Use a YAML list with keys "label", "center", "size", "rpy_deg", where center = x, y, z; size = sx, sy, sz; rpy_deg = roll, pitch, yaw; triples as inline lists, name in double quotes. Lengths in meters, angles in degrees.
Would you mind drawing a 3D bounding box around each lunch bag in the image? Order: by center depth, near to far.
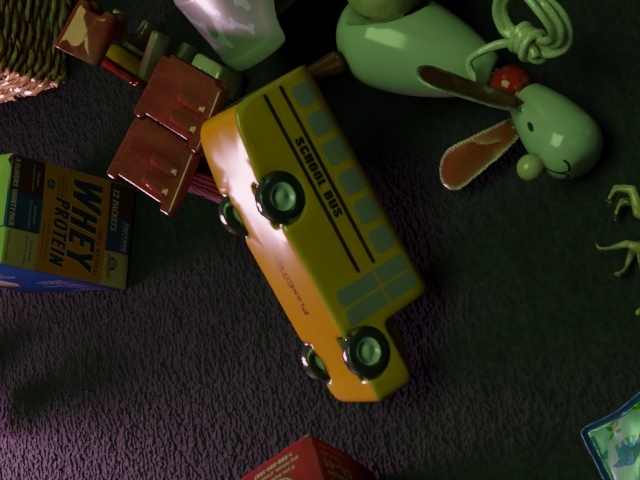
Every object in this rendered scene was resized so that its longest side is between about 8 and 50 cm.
- label: "lunch bag"
  center: [0.310, 0.214, 1.219]
  size: [0.096, 0.129, 0.151]
  rpy_deg: [-41, 59, 27]

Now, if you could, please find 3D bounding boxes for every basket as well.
- label: "basket"
  center: [-0.488, -0.357, 1.956]
  size: [0.213, 0.223, 0.299]
  rpy_deg: [-7, 76, 38]

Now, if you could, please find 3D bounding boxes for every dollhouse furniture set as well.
- label: "dollhouse furniture set"
  center: [-0.190, -0.154, 1.674]
  size: [0.374, 0.201, 0.152]
  rpy_deg: [33, 101, 39]

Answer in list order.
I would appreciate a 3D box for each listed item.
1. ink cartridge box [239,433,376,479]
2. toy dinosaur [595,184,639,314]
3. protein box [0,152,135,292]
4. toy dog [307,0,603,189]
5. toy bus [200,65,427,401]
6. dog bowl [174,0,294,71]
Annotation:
- label: "ink cartridge box"
  center: [-0.025, 0.382, 1.394]
  size: [0.226, 0.131, 0.306]
  rpy_deg: [-36, 42, 15]
- label: "toy dinosaur"
  center: [0.317, -0.020, 1.332]
  size: [0.092, 0.053, 0.183]
  rpy_deg: [21, 101, 25]
- label: "protein box"
  center: [-0.379, -0.015, 1.798]
  size: [0.199, 0.201, 0.136]
  rpy_deg: [-3, 78, 39]
- label: "toy dog"
  center: [0.110, -0.156, 1.434]
  size: [0.161, 0.220, 0.333]
  rpy_deg: [-41, 40, -16]
- label: "toy bus"
  center: [0.000, 0.000, 1.463]
  size: [0.333, 0.130, 0.108]
  rpy_deg: [61, 153, -7]
- label: "dog bowl"
  center: [-0.032, -0.355, 1.553]
  size: [0.349, 0.102, 0.349]
  rpy_deg: [-45, 22, 24]
